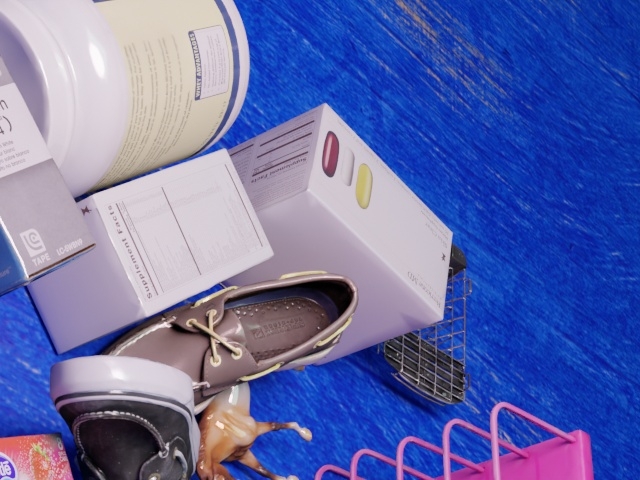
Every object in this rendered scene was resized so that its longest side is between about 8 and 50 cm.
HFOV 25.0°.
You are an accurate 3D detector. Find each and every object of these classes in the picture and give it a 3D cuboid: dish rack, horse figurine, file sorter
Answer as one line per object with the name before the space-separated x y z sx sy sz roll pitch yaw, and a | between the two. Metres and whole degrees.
dish rack | 0.128 0.092 1.981 0.208 0.074 0.271 32 48 -39
horse figurine | -0.088 0.169 1.626 0.174 0.066 0.263 17 59 -41
file sorter | 0.148 0.328 1.666 0.182 0.291 0.202 30 47 -38

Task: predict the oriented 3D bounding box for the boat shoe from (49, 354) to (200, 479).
boat shoe | -0.169 0.201 1.350 0.335 0.121 0.119 70 19 -65

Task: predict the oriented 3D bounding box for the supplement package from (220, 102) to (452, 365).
supplement package | 0.000 0.000 1.733 0.262 0.204 0.145 43 40 -32

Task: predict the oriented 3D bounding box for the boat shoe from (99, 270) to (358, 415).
boat shoe | -0.100 0.107 1.541 0.324 0.096 0.116 -15 67 -35

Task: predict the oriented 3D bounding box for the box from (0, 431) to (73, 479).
box | -0.308 0.238 1.179 0.257 0.123 0.128 13 58 -69

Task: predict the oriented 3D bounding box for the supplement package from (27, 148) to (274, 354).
supplement package | -0.187 0.007 1.531 0.244 0.134 0.139 -25 91 -57

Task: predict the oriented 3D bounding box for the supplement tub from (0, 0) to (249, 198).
supplement tub | -0.246 -0.168 1.463 0.325 0.235 0.235 -27 92 -57

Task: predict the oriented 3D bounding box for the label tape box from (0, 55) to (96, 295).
label tape box | -0.372 -0.089 1.235 0.106 0.241 0.333 -33 98 -56
